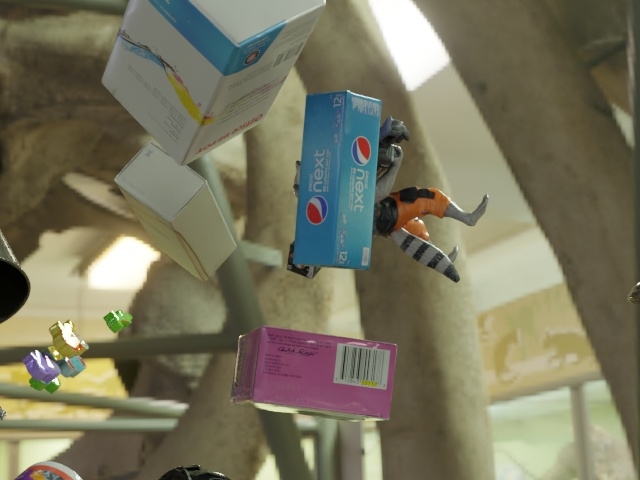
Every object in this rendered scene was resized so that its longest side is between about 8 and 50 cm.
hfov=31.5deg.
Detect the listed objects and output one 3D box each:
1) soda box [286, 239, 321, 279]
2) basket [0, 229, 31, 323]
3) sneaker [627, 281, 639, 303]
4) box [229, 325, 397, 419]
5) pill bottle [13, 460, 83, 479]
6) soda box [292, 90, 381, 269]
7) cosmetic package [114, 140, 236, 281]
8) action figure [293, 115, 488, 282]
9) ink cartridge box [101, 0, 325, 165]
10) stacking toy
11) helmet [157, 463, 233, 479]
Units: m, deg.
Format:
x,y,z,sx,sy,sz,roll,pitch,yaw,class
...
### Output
x,y,z,sx,sy,sz,roll,pitch,yaw,class
0.000,0.000,2.059,0.053,0.060,0.169,20,36,17,soda box
-0.438,-0.025,1.224,0.154,0.227,0.204,-43,-33,24,basket
0.407,0.048,1.345,0.066,0.071,0.188,15,0,18,sneaker
-0.017,0.214,1.794,0.213,0.117,0.243,9,-12,-10,box
-0.356,0.350,1.321,0.108,0.108,0.193,-9,17,23,pill bottle
0.021,-0.072,1.380,0.071,0.210,0.067,2,-5,43,soda box
-0.286,-0.052,2.289,0.160,0.113,0.309,35,-14,21,cosmetic package
0.109,-0.066,1.930,0.330,0.179,0.341,18,-19,-2,action figure
-0.165,-0.291,1.687,0.198,0.197,0.270,-35,-14,-41,ink cartridge box
-0.352,0.168,1.522,0.167,0.052,0.221,-38,-8,12,stacking toy
-0.181,0.440,1.745,0.161,0.169,0.169,35,-34,-30,helmet
